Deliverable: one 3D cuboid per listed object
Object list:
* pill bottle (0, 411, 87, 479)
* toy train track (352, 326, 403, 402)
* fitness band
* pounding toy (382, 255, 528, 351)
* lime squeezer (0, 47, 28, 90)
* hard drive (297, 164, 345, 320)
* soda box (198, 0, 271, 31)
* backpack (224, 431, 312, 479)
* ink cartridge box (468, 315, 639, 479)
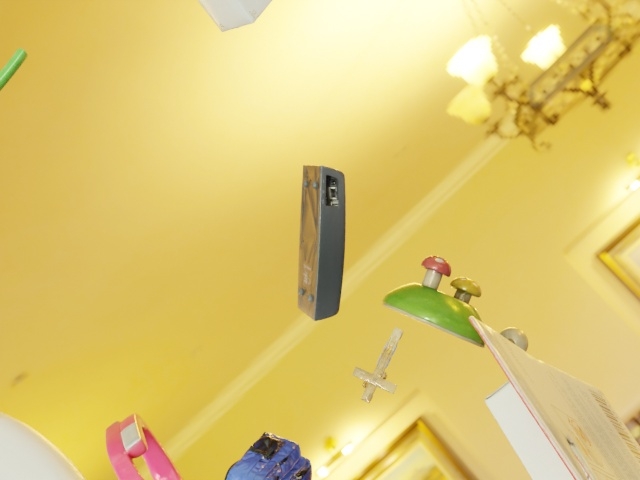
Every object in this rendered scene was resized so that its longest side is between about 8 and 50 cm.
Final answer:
[{"bbox_3d":[-0.252,0.283,0.650,0.229,0.229,0.408,-32,-21,-33],"label":"pill bottle"},{"bbox_3d":[0.065,0.130,1.090,0.083,0.048,0.014,-63,-15,-12],"label":"toy train track"},{"bbox_3d":[-0.229,0.354,1.488,0.054,0.209,0.291,-32,11,-7],"label":"fitness band"},{"bbox_3d":[0.226,0.100,1.704,0.110,0.237,0.183,-67,-25,-2],"label":"pounding toy"},{"bbox_3d":[-0.470,-0.119,1.219,0.310,0.110,0.059,-26,-46,-7],"label":"lime squeezer"},{"bbox_3d":[0.000,0.000,1.773,0.054,0.255,0.172,1,4,-12],"label":"hard drive"},{"bbox_3d":[-0.144,-0.360,1.258,0.069,0.216,0.074,-2,46,48],"label":"soda box"},{"bbox_3d":[-0.075,0.335,1.442,0.120,0.101,0.098,-31,-54,-52],"label":"backpack"},{"bbox_3d":[0.216,0.214,0.765,0.066,0.296,0.261,-42,-39,16],"label":"ink cartridge box"}]
